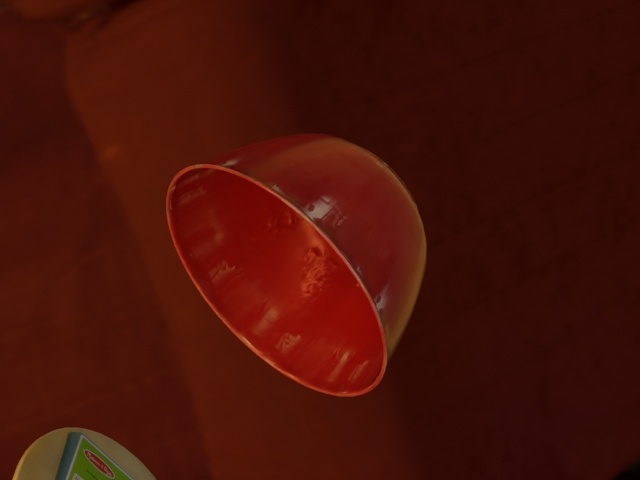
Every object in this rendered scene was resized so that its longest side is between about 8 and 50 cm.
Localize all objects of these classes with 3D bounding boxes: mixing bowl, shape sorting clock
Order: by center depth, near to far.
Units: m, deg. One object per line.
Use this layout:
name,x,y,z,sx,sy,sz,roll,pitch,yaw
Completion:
mixing bowl,0.000,0.000,1.134,0.181,0.098,0.181,32,146,25
shape sorting clock,-0.172,0.246,1.418,0.040,0.206,0.206,-27,90,31
